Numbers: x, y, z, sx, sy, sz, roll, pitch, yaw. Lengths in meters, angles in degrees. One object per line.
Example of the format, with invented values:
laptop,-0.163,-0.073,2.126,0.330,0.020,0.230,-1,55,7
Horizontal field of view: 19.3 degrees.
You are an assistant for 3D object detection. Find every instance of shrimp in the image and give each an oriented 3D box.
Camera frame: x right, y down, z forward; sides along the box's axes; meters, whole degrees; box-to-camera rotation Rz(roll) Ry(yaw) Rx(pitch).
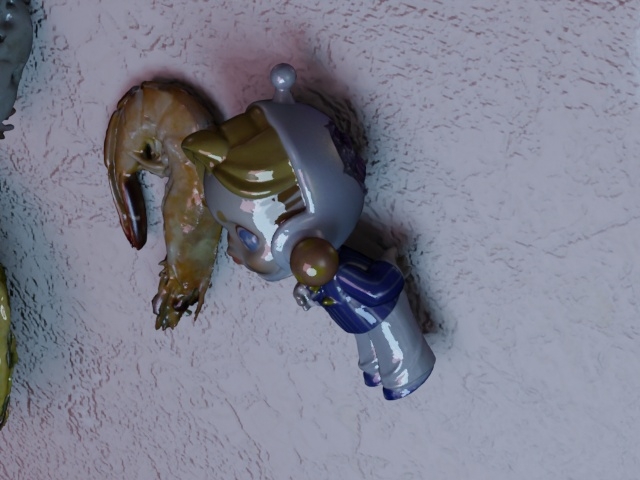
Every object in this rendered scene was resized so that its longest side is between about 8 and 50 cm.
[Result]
shrimp,-0.138,-0.030,1.630,0.133,0.053,0.236,17,123,22

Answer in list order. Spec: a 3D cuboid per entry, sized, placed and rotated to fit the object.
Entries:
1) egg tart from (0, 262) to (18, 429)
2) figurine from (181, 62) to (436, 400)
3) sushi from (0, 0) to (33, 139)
egg tart,-0.407,0.050,1.804,0.345,0.132,0.345,17,125,25
figurine,0.005,0.005,1.507,0.274,0.133,0.194,52,175,-1
sushi,-0.311,-0.221,1.573,0.130,0.124,0.332,27,128,26
